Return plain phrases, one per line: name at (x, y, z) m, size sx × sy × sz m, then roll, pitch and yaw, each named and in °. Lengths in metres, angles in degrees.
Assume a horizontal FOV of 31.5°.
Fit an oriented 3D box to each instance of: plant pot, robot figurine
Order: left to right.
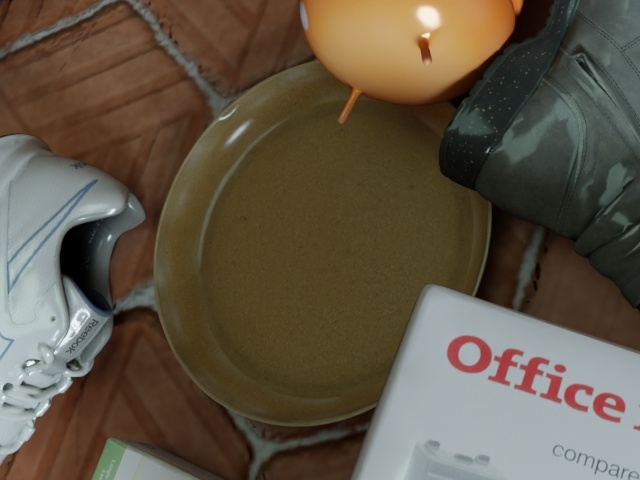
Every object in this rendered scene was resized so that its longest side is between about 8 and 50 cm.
plant pot at (0.000, 0.000, 0.710) m, size 0.236 × 0.032 × 0.236 m, roll -9°, pitch 71°, yaw 26°
robot figurine at (0.062, -0.172, 0.657) m, size 0.158 × 0.128 × 0.219 m, roll 7°, pitch 62°, yaw 19°

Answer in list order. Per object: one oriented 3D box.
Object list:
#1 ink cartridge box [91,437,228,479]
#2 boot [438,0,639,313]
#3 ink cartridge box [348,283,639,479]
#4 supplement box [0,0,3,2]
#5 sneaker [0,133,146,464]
ink cartridge box at (-0.057, 0.235, 0.655) m, size 0.235 × 0.056 × 0.171 m, roll 17°, pitch 82°, yaw 34°
boot at (0.193, -0.089, 0.616) m, size 0.161 × 0.083 × 0.246 m, roll 34°, pitch 86°, yaw 18°
ink cartridge box at (0.092, 0.185, 0.484) m, size 0.207 × 0.117 × 0.283 m, roll 18°, pitch 71°, yaw 11°
supplement box at (-0.291, -0.263, 0.865) m, size 0.104 × 0.188 × 0.080 m, roll -18°, pitch 65°, yaw 23°
sneaker at (-0.217, 0.073, 0.768) m, size 0.129 × 0.111 × 0.297 m, roll 14°, pitch 83°, yaw 26°
